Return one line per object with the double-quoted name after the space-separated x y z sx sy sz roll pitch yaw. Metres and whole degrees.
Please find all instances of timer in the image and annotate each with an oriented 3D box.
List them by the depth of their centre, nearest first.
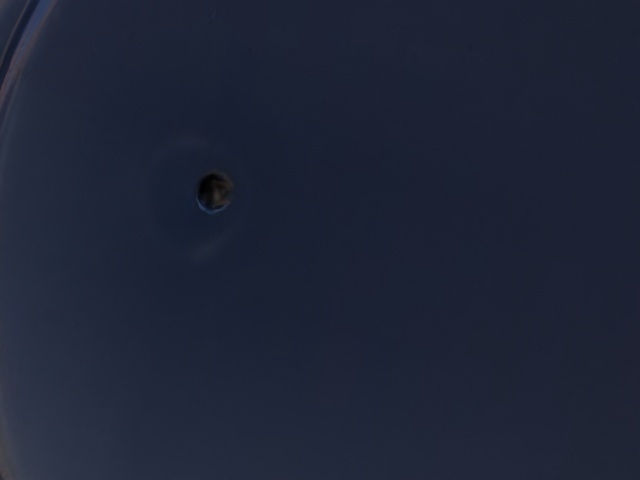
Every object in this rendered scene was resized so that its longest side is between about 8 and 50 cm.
0.000 0.000 0.580 0.395 0.395 0.173 20 -4 -23 "timer"
